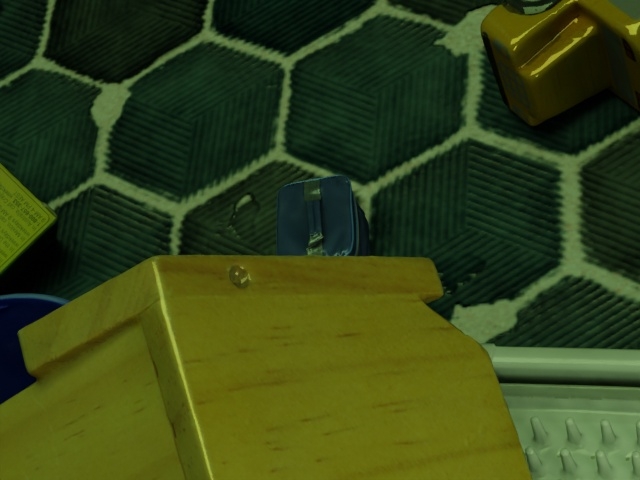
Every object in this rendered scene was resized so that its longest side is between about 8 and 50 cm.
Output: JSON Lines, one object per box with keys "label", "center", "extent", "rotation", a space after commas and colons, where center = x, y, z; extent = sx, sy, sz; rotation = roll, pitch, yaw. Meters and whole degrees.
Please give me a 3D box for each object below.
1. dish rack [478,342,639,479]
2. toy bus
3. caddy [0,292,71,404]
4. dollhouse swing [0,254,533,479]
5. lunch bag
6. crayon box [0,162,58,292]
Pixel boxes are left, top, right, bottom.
{"label": "dish rack", "center": [0.171, 0.206, 1.213], "extent": [0.333, 0.072, 0.285], "rotation": [0, 53, 21]}
{"label": "toy bus", "center": [0.292, -0.211, 1.468], "extent": [0.333, 0.108, 0.130], "rotation": [-37, 51, -10]}
{"label": "caddy", "center": [-0.196, 0.177, 1.307], "extent": [0.341, 0.179, 0.241], "rotation": [27, 68, 35]}
{"label": "dollhouse swing", "center": [-0.068, 0.231, 1.140], "extent": [0.305, 0.315, 0.347], "rotation": [-40, 60, 42]}
{"label": "lunch bag", "center": [0.000, 0.000, 1.443], "extent": [0.067, 0.065, 0.098], "rotation": [-13, 50, 12]}
{"label": "crayon box", "center": [-0.396, 0.029, 1.500], "extent": [0.202, 0.081, 0.318], "rotation": [44, 73, 3]}
